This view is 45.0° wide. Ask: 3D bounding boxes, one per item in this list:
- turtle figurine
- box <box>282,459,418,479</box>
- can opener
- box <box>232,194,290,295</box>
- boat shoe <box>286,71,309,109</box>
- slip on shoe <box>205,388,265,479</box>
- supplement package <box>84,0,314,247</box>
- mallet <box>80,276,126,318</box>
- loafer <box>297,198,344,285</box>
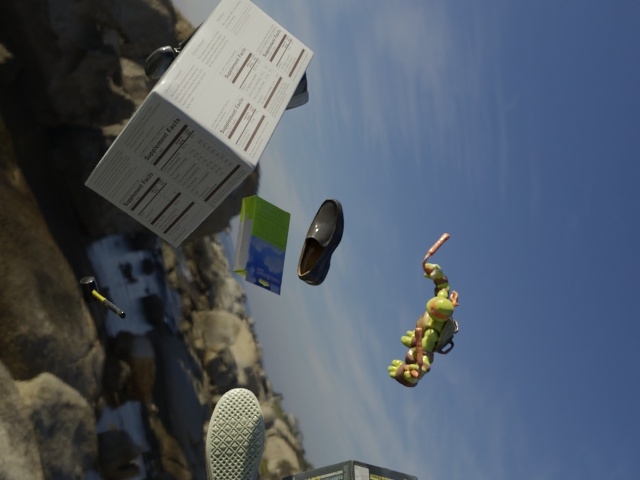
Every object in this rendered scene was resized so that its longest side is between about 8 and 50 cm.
[{"bbox_3d":[0.183,0.139,1.276,0.217,0.087,0.269,105,0,-55],"label":"turtle figurine"},{"bbox_3d":[0.064,0.510,1.577,0.233,0.183,0.059,30,46,-43],"label":"box"},{"bbox_3d":[-0.274,-0.382,1.582,0.283,0.095,0.075,-16,-86,56],"label":"can opener"},{"bbox_3d":[-0.116,0.012,1.540,0.109,0.042,0.178,28,61,-46],"label":"box"},{"bbox_3d":[-0.124,-0.298,1.539,0.103,0.285,0.092,20,-59,34],"label":"boat shoe"},{"bbox_3d":[-0.178,0.474,1.595,0.101,0.123,0.331,129,-40,-74],"label":"slip on shoe"},{"bbox_3d":[-0.153,-0.162,1.010,0.204,0.145,0.261,-39,-159,42],"label":"supplement package"},{"bbox_3d":[-0.523,0.154,1.871,0.190,0.039,0.062,32,-46,38],"label":"mallet"},{"bbox_3d":[0.000,0.000,1.446,0.061,0.062,0.170,26,76,-66],"label":"loafer"}]
